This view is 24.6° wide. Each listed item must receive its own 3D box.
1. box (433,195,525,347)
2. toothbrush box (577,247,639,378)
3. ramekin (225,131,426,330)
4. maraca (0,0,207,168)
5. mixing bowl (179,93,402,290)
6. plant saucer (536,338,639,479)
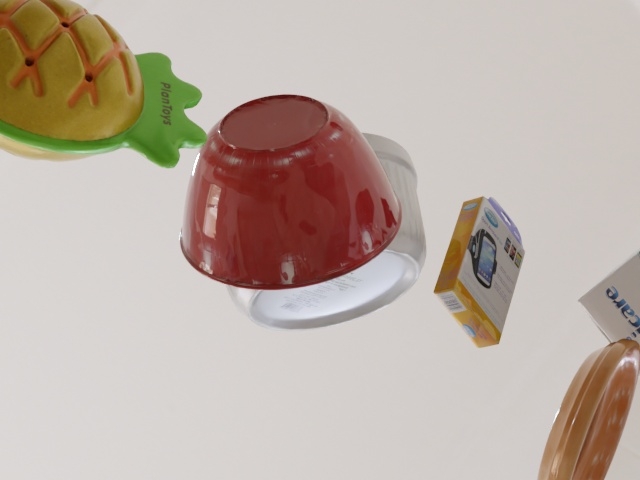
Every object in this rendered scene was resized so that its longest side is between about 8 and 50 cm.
[{"bbox_3d":[0.152,0.024,1.374,0.081,0.028,0.136,50,-139,-29],"label":"box"},{"bbox_3d":[0.433,0.008,1.532,0.295,0.216,0.126,-42,-99,19],"label":"toothbrush box"},{"bbox_3d":[0.000,0.000,1.345,0.207,0.207,0.109,-6,-116,-21],"label":"ramekin"},{"bbox_3d":[-0.161,-0.101,0.952,0.185,0.127,0.099,13,-42,-24],"label":"maraca"},{"bbox_3d":[-0.029,-0.052,1.158,0.181,0.181,0.098,-21,-54,-17],"label":"mixing bowl"},{"bbox_3d":[0.250,0.184,1.389,0.200,0.037,0.200,-50,-30,-42],"label":"plant saucer"}]
